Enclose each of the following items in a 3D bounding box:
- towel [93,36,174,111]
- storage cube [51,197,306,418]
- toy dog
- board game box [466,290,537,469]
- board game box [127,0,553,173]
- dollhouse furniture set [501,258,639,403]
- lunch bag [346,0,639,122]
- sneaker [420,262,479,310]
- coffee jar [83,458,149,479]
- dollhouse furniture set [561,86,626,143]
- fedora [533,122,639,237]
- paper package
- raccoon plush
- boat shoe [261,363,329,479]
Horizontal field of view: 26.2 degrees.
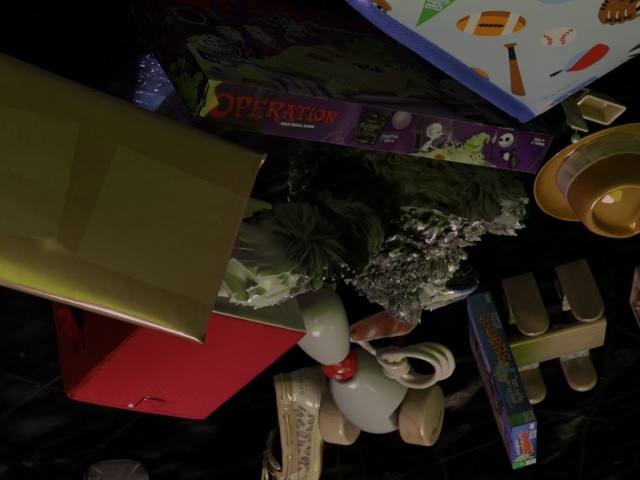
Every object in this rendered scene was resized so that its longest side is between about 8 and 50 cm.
[{"bbox_3d":[-0.179,-0.147,1.320,0.067,0.029,0.119,15,135,-38],"label":"towel"},{"bbox_3d":[-0.161,0.062,1.496,0.215,0.183,0.193,17,135,-39],"label":"storage cube"},{"bbox_3d":[0.059,0.133,1.718,0.220,0.161,0.333,11,148,6],"label":"toy dog"},{"bbox_3d":[0.240,0.186,1.828,0.035,0.201,0.136,-15,148,-1],"label":"board game box"},{"bbox_3d":[0.018,-0.150,1.234,0.347,0.208,0.056,6,117,-30],"label":"board game box"},{"bbox_3d":[0.374,0.145,1.858,0.242,0.161,0.212,-14,147,-2],"label":"dollhouse furniture set"},{"bbox_3d":[0.165,-0.301,1.049,0.328,0.238,0.385,-33,151,27],"label":"lunch bag"},{"bbox_3d":[0.134,0.069,1.751,0.135,0.052,0.058,-6,150,-13],"label":"sneaker"},{"bbox_3d":[-0.316,0.397,2.026,0.096,0.079,0.184,0,144,-22],"label":"coffee jar"},{"bbox_3d":[0.302,-0.142,1.476,0.114,0.081,0.091,12,138,-35],"label":"dollhouse furniture set"},{"bbox_3d":[0.347,-0.058,1.622,0.194,0.079,0.194,-11,147,-7],"label":"fedora"},{"bbox_3d":[-0.262,-0.056,1.138,0.325,0.168,0.309,19,178,-32],"label":"paper package"},{"bbox_3d":[0.000,0.000,1.397,0.446,0.216,0.299,-16,153,-37],"label":"raccoon plush"},{"bbox_3d":[-0.043,0.273,1.946,0.089,0.104,0.285,0,134,-14],"label":"boat shoe"}]
